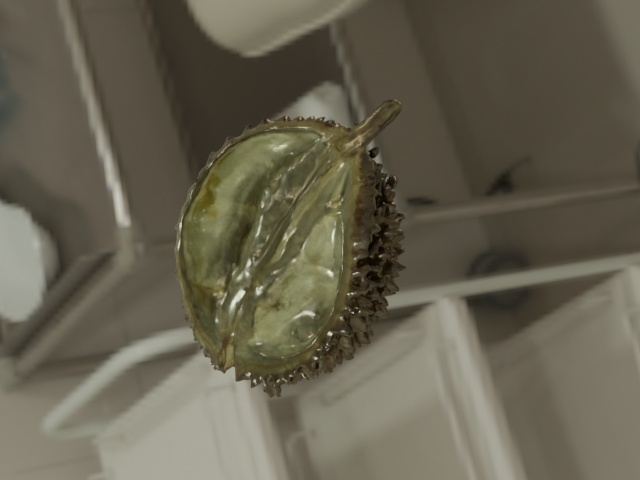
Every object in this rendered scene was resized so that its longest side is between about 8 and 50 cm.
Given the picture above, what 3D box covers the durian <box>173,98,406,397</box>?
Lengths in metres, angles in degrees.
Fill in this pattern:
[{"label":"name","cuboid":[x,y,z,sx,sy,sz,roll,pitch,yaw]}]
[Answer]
[{"label":"durian","cuboid":[0.000,0.000,1.003,0.148,0.091,0.188,42,109,35]}]
